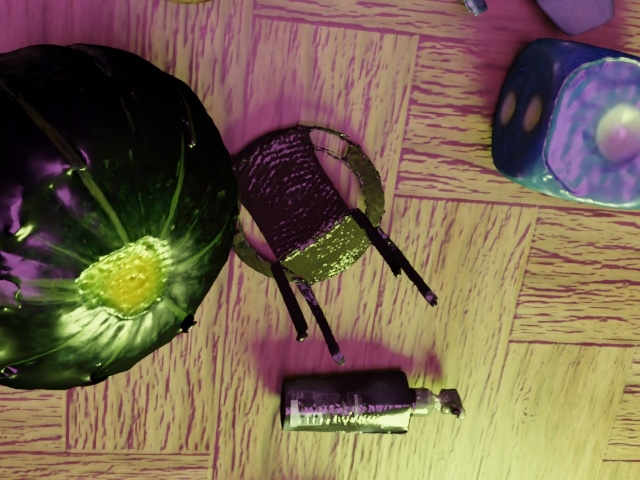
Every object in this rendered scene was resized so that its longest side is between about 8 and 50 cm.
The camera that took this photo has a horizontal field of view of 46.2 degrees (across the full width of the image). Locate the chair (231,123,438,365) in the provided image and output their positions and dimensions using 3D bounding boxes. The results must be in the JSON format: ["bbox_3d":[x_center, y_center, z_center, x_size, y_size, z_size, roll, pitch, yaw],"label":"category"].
[{"bbox_3d":[0.000,0.000,0.762,0.174,0.149,0.213,-33,70,8],"label":"chair"}]

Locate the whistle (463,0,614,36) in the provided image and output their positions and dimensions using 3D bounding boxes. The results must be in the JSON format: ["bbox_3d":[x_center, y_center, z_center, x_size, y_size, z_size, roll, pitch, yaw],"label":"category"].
[{"bbox_3d":[0.190,-0.308,0.672,0.186,0.093,0.274,-22,118,29],"label":"whistle"}]

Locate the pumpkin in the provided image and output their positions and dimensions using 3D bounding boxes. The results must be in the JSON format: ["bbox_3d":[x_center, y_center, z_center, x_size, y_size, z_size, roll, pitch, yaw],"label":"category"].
[{"bbox_3d":[-0.223,-0.032,0.645,0.295,0.296,0.296,-3,111,-8],"label":"pumpkin"}]

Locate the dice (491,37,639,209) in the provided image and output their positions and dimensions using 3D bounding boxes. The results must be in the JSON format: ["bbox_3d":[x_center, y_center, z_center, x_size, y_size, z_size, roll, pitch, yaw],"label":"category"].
[{"bbox_3d":[0.255,-0.112,0.724,0.146,0.146,0.143,10,107,-11],"label":"dice"}]

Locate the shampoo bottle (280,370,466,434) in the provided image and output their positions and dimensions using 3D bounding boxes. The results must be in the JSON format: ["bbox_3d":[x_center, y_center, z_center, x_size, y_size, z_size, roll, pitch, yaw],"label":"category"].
[{"bbox_3d":[0.059,0.187,0.852,0.207,0.064,0.057,0,122,-9],"label":"shampoo bottle"}]

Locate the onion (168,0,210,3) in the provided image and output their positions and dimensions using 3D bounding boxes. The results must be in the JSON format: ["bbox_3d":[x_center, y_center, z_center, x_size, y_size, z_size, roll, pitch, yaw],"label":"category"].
[{"bbox_3d":[-0.094,-0.263,0.587,0.159,0.195,0.160,-6,112,-16],"label":"onion"}]
